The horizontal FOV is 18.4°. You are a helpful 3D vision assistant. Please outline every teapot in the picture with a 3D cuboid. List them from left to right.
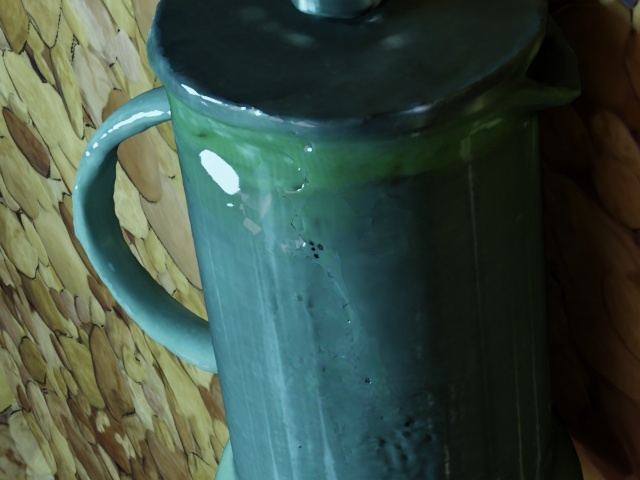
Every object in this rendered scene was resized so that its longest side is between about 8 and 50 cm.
[{"bbox_3d":[0.000,0.000,0.978,0.270,0.200,0.337,13,130,24],"label":"teapot"}]
